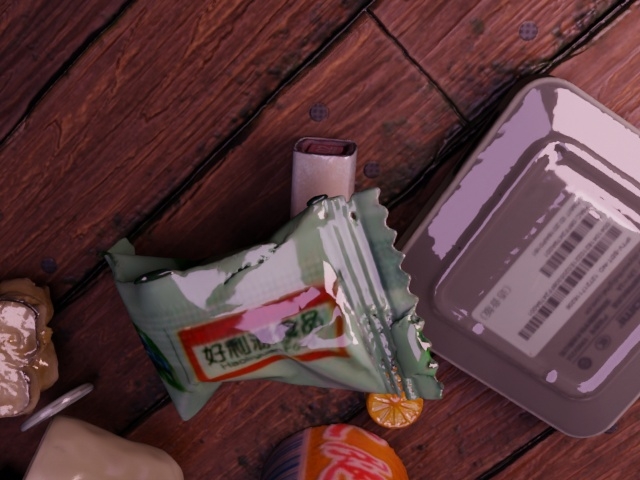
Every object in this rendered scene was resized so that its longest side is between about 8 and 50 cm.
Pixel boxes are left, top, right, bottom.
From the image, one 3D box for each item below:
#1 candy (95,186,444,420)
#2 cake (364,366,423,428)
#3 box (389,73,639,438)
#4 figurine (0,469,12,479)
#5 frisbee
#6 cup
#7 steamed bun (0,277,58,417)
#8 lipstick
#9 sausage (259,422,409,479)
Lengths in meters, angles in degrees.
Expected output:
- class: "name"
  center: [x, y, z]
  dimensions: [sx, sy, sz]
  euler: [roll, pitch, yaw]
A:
- class: "candy"
  center: [-0.067, 0.089, 0.926]
  dimensions: [0.398, 0.172, 0.262]
  euler: [-12, 112, 25]
- class: "cake"
  center: [0.102, 0.217, 1.060]
  dimensions: [0.084, 0.044, 0.084]
  euler: [1, 109, 2]
- class: "box"
  center: [0.305, 0.032, 0.958]
  dimensions: [0.373, 0.090, 0.367]
  euler: [32, 109, -6]
- class: "figurine"
  center: [-0.400, 0.496, 1.149]
  dimensions: [0.185, 0.204, 0.332]
  euler: [-44, 74, 1]
- class: "frisbee"
  center: [-0.366, 0.230, 1.065]
  dimensions: [0.110, 0.110, 0.014]
  euler: [-33, 88, 14]
- class: "cup"
  center: [-0.310, 0.377, 1.027]
  dimensions: [0.202, 0.255, 0.173]
  euler: [26, 124, -13]
- class: "steamed bun"
  center: [-0.446, 0.137, 1.042]
  dimensions: [0.192, 0.106, 0.177]
  euler: [4, 104, 2]
- class: "lipstick"
  center: [0.000, 0.000, 0.974]
  dimensions: [0.078, 0.079, 0.252]
  euler: [6, 114, 7]
- class: "sausage"
  center: [0.014, 0.406, 1.006]
  dimensions: [0.233, 0.287, 0.233]
  euler: [1, 105, 3]
